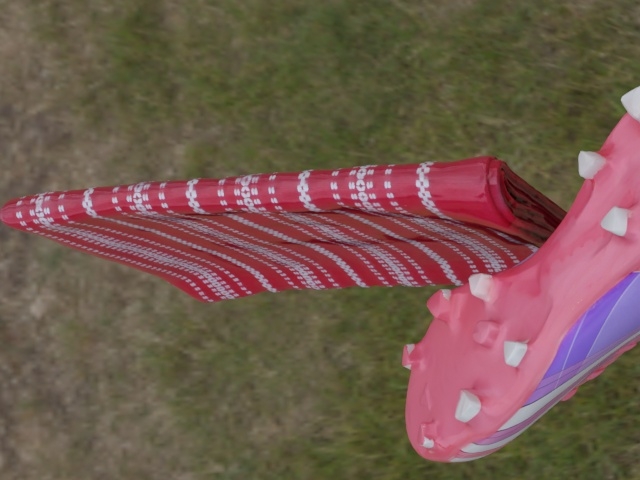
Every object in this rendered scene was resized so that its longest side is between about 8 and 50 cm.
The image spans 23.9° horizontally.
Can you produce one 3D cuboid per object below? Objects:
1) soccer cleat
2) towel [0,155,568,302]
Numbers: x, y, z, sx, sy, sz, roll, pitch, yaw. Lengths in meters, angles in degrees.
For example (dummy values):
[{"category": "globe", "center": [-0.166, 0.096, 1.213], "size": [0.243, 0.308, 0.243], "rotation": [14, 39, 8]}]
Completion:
[{"category": "soccer cleat", "center": [0.122, 0.028, 0.673], "size": [0.248, 0.095, 0.083], "rotation": [-55, 33, 40]}, {"category": "towel", "center": [0.000, 0.000, 0.794], "size": [0.275, 0.199, 0.031], "rotation": [-3, 76, 26]}]
